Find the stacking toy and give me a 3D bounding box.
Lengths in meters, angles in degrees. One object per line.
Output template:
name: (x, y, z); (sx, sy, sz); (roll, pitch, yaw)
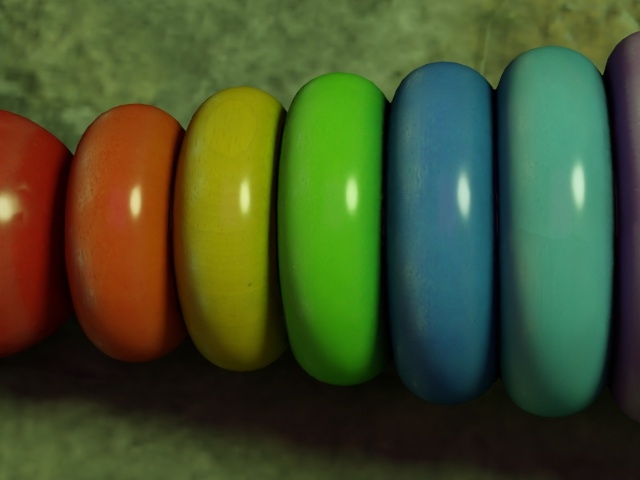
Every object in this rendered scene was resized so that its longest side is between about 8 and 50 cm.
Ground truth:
stacking toy: (0.000, 0.000, 0.526); (0.330, 0.141, 0.141); (-2, 74, 7)
